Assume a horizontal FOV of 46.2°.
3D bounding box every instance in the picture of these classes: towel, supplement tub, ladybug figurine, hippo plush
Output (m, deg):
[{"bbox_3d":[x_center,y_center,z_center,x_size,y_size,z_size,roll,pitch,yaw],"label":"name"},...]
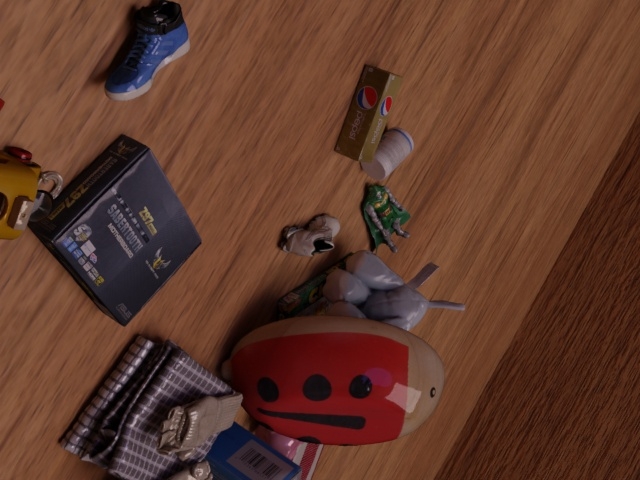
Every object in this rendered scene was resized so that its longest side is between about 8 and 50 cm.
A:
[{"bbox_3d":[-0.272,0.312,1.301,0.235,0.121,0.283,-55,150,-14],"label":"towel"},{"bbox_3d":[0.143,-0.186,1.595,0.107,0.071,0.071,-45,147,-29],"label":"supplement tub"},{"bbox_3d":[-0.081,0.546,1.897,0.329,0.037,0.237,3,110,-60],"label":"towel"},{"bbox_3d":[0.026,0.292,1.478,0.162,0.449,0.305,-89,-177,-52],"label":"ladybug figurine"},{"bbox_3d":[0.110,0.155,1.697,0.294,0.234,0.236,-29,171,-23],"label":"hippo plush"}]

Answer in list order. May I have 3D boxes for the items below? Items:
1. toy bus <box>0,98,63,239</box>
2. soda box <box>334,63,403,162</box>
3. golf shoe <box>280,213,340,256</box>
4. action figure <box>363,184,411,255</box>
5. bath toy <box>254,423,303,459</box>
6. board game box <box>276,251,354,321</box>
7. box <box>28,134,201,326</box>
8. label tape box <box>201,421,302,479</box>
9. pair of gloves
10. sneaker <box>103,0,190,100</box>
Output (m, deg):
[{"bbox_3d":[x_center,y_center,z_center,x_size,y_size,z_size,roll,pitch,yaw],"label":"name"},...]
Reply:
[{"bbox_3d":[-0.371,-0.050,0.850,0.202,0.104,0.191,-44,147,-28],"label":"toy bus"},{"bbox_3d":[0.095,-0.247,1.473,0.058,0.061,0.181,-5,118,-58],"label":"soda box"},{"bbox_3d":[0.000,0.000,1.509,0.176,0.086,0.069,-24,132,-50],"label":"golf shoe"},{"bbox_3d":[0.149,-0.058,1.729,0.137,0.063,0.232,-51,146,-12],"label":"action figure"},{"bbox_3d":[-0.088,0.415,1.680,0.348,0.129,0.151,-53,160,-17],"label":"bath toy"},{"bbox_3d":[-0.005,0.134,1.674,0.260,0.030,0.136,-31,137,-43],"label":"board game box"},{"bbox_3d":[-0.281,-0.008,1.075,0.183,0.059,0.232,-50,150,-22],"label":"box"},{"bbox_3d":[-0.176,0.536,1.523,0.106,0.241,0.333,-32,140,-45],"label":"label tape box"},{"bbox_3d":[-0.222,0.371,1.270,0.204,0.042,0.240,16,98,-63],"label":"pair of gloves"},{"bbox_3d":[-0.227,-0.249,0.956,0.152,0.058,0.084,-49,155,-31],"label":"sneaker"}]
